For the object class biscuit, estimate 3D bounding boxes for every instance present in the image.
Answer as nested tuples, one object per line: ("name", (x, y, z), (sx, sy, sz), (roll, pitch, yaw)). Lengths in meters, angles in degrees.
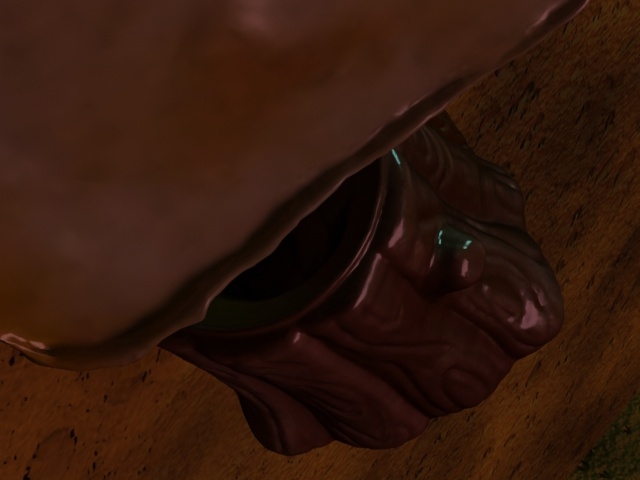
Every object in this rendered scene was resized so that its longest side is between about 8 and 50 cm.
("biscuit", (-0.054, -0.173, 0.567), (0.429, 0.104, 0.446), (-41, 134, 13))

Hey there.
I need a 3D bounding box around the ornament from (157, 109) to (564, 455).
("ornament", (0.000, 0.000, 0.988), (0.235, 0.221, 0.217), (-67, 155, -4))
